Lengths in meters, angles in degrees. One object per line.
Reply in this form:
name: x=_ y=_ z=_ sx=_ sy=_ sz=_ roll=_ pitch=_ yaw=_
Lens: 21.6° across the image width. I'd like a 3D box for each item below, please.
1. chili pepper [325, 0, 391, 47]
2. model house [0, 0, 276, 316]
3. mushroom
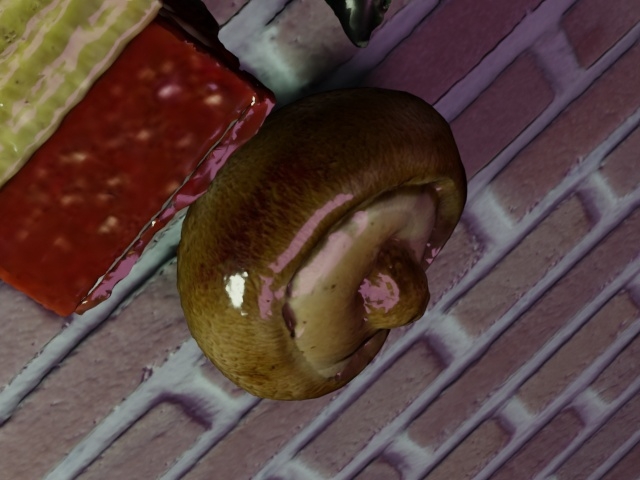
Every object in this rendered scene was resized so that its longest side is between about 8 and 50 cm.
chili pepper: x=0.083 y=-0.264 z=1.090 sx=0.264 sy=0.116 sz=0.148 roll=-36 pitch=136 yaw=-14
model house: x=-0.178 y=-0.098 z=0.926 sx=0.196 sy=0.160 sz=0.254 roll=-48 pitch=147 yaw=7
mushroom: x=0.000 y=0.000 z=1.238 sx=0.253 sy=0.153 sz=0.253 roll=-34 pitch=143 yaw=-31
